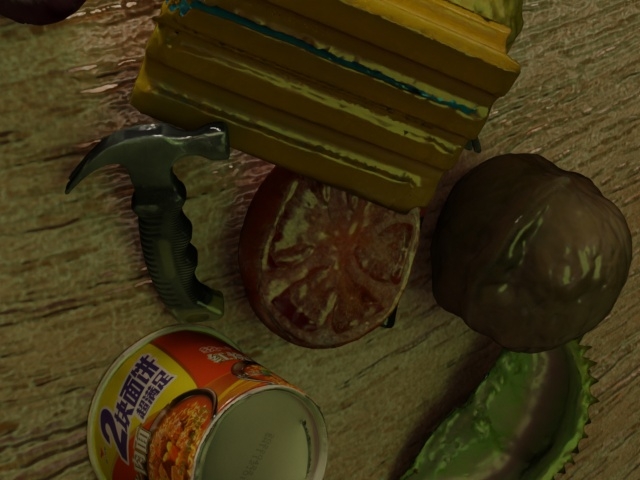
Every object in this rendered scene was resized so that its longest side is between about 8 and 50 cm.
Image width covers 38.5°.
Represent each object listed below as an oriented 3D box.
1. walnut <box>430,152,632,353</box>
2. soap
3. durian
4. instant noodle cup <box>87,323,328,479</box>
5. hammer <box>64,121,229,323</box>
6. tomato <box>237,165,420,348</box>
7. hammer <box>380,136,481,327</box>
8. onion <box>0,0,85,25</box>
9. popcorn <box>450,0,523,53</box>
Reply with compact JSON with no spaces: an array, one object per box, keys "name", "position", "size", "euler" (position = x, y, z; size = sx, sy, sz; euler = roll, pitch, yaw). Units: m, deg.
[{"name":"walnut","position":[0.261,0.013,1.151],"size":[0.248,0.248,0.248],"euler":[-9,105,-39]},{"name":"soap","position":[-0.002,-0.166,0.869],"size":[0.325,0.204,0.096],"euler":[20,41,-16]},{"name":"durian","position":[0.256,0.250,1.261],"size":[0.169,0.157,0.355],"euler":[41,76,-29]},{"name":"instant noodle cup","position":[-0.104,0.204,0.933],"size":[0.213,0.174,0.213],"euler":[-8,103,-39]},{"name":"hammer","position":[-0.151,-0.011,0.903],"size":[0.159,0.041,0.226],"euler":[-8,128,2]},{"name":"tomato","position":[0.000,0.000,1.034],"size":[0.237,0.095,0.236],"euler":[-11,109,-35]},{"name":"hammer","position":[0.117,-0.031,1.138],"size":[0.033,0.111,0.287],"euler":[12,100,-41]},{"name":"onion","position":[-0.245,-0.243,0.784],"size":[0.104,0.115,0.115],"euler":[-65,154,-75]},{"name":"popcorn","position":[0.112,-0.279,0.987],"size":[0.266,0.233,0.192],"euler":[-44,122,7]}]
